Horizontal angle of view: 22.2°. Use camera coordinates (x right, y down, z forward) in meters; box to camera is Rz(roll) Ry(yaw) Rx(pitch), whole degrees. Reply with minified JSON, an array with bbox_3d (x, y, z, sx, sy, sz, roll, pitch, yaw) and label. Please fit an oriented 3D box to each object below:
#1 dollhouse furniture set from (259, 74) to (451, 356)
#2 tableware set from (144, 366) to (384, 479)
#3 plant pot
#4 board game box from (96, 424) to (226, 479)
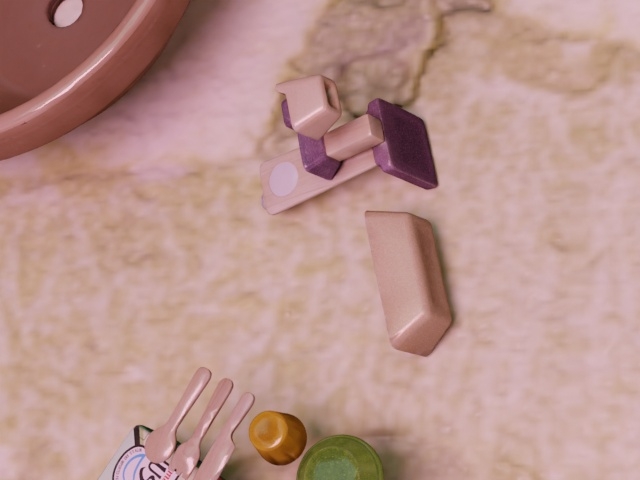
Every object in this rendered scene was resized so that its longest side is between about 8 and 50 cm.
[{"bbox_3d":[0.000,0.000,0.723,0.081,0.091,0.114,-23,67,30],"label":"dollhouse furniture set"},{"bbox_3d":[-0.044,0.136,0.667,0.104,0.024,0.154,26,81,24],"label":"tableware set"},{"bbox_3d":[-0.150,-0.136,0.806,0.237,0.110,0.237,-7,70,19],"label":"plant pot"},{"bbox_3d":[-0.082,0.265,0.673,0.213,0.046,0.317,31,85,28],"label":"board game box"}]
